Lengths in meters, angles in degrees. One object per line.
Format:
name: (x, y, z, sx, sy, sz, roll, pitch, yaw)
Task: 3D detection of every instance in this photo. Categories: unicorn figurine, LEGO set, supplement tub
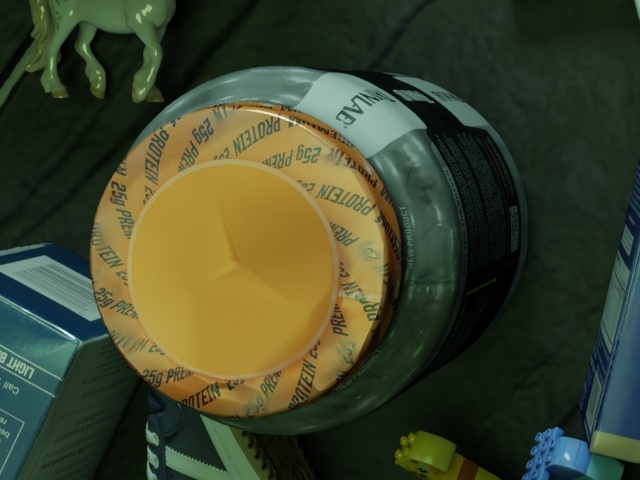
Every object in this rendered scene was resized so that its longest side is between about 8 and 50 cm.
unicorn figurine: (-0.120, -0.144, 1.213, 0.162, 0.060, 0.111, 4, 96, 14)
LEGO set: (0.091, 0.156, 1.127, 0.093, 0.227, 0.087, 32, 59, -15)
supplement tub: (0.000, 0.000, 1.060, 0.193, 0.316, 0.193, 1, 94, 14)

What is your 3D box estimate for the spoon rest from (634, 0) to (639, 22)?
spoon rest: (0.310, -0.172, 1.099, 0.276, 0.084, 0.137, -15, 92, 2)

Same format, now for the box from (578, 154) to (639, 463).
box: (0.192, 0.005, 1.101, 0.036, 0.136, 0.225, 12, 97, 4)

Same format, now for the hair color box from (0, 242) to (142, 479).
hair color box: (-0.233, 0.180, 1.209, 0.105, 0.174, 0.347, 28, 100, 11)

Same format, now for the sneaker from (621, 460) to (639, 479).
sneaker: (0.267, 0.074, 1.092, 0.109, 0.130, 0.286, 32, 100, 13)

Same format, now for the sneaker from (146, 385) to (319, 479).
sneaker: (-0.087, 0.158, 1.189, 0.153, 0.099, 0.282, -22, 104, 16)
